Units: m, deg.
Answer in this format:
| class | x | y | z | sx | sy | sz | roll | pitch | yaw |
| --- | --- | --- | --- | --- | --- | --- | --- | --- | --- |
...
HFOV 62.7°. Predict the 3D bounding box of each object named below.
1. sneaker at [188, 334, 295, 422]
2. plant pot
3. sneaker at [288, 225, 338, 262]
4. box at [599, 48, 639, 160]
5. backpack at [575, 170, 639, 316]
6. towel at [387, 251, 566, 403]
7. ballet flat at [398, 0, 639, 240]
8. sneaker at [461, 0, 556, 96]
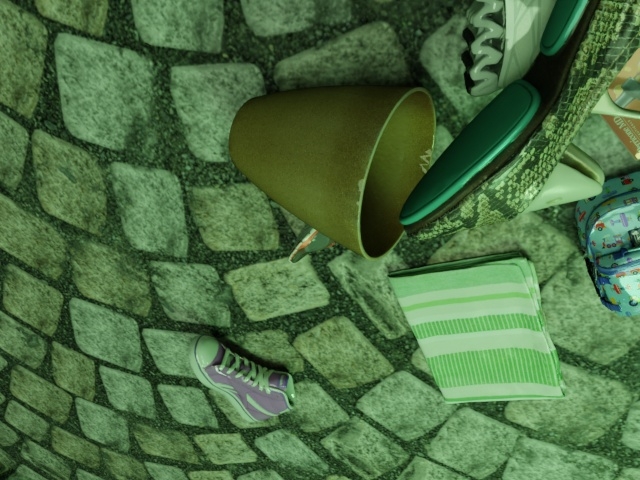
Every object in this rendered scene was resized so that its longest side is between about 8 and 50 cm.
| class | x | y | z | sx | sy | sz | roll | pitch | yaw |
| --- | --- | --- | --- | --- | --- | --- | --- | --- | --- |
| sneaker | -0.158 | 0.295 | 1.179 | 0.161 | 0.102 | 0.282 | -21 | 125 | 27 |
| plant pot | 0.003 | -0.123 | 0.759 | 0.254 | 0.237 | 0.237 | 21 | 130 | 27 |
| sneaker | 0.000 | 0.000 | 0.930 | 0.065 | 0.061 | 0.158 | 34 | 129 | -13 |
| box | 0.409 | -0.202 | 0.611 | 0.130 | 0.091 | 0.170 | 44 | 127 | -12 |
| backpack | 0.443 | -0.002 | 0.726 | 0.158 | 0.117 | 0.173 | -16 | 114 | 28 |
| towel | 0.290 | 0.174 | 0.956 | 0.247 | 0.038 | 0.325 | -12 | 119 | 28 |
| ballet flat | 0.274 | -0.156 | 0.556 | 0.182 | 0.164 | 0.483 | 27 | 119 | -5 |
| sneaker | 0.230 | -0.313 | 0.603 | 0.118 | 0.110 | 0.292 | -1 | 130 | 10 |
